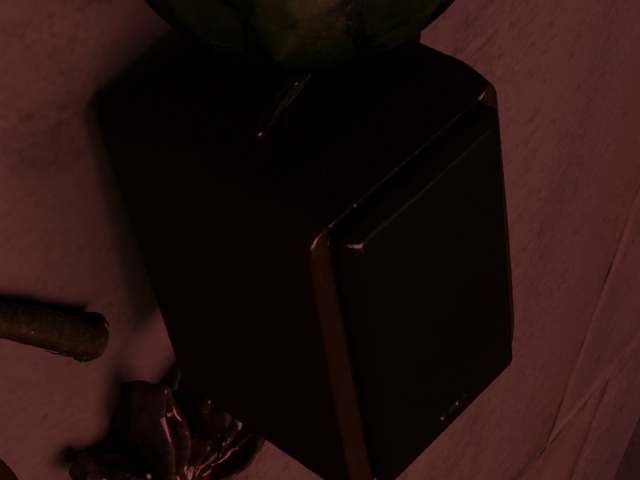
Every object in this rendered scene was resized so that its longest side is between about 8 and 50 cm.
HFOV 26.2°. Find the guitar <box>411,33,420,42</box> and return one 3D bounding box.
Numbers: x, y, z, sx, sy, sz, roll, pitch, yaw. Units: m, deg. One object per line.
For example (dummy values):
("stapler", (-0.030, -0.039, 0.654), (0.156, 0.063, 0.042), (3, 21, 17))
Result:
("guitar", (0.031, -0.174, 0.913), (0.088, 0.025, 0.233), (-49, 155, -25))

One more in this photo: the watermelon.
("watermelon", (-0.005, -0.163, 0.636), (0.188, 0.188, 0.214), (-49, 147, -26))

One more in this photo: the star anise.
("star anise", (-0.110, 0.189, 0.968), (0.230, 0.081, 0.262), (-38, 137, -44))

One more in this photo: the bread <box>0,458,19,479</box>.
("bread", (-0.234, 0.184, 0.563), (0.270, 0.195, 0.142), (-45, 159, -43))

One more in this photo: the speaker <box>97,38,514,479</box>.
("speaker", (0.000, 0.000, 0.798), (0.153, 0.192, 0.231), (-40, 143, -26))

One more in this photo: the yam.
("yam", (-0.161, 0.050, 0.771), (0.033, 0.027, 0.129), (-64, 157, 3))
